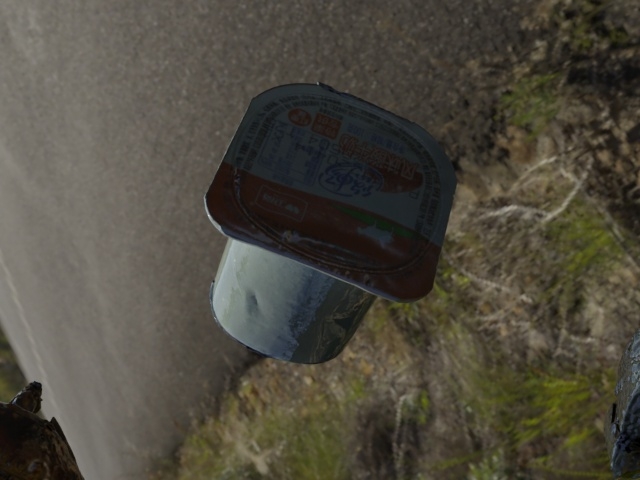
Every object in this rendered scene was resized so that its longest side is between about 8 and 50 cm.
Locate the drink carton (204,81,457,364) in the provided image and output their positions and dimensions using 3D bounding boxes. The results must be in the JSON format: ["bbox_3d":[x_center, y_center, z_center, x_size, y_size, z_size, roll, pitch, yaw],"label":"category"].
[{"bbox_3d":[0.000,0.000,0.793,0.185,0.191,0.189,18,141,-1],"label":"drink carton"}]

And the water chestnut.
[{"bbox_3d":[-0.501,0.340,1.422,0.300,0.300,0.300,46,154,30],"label":"water chestnut"}]

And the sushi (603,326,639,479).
[{"bbox_3d":[0.346,0.183,0.964,0.273,0.109,0.134,110,165,-56],"label":"sushi"}]

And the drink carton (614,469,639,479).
[{"bbox_3d":[0.355,0.240,0.836,0.200,0.074,0.084,-32,76,51],"label":"drink carton"}]
